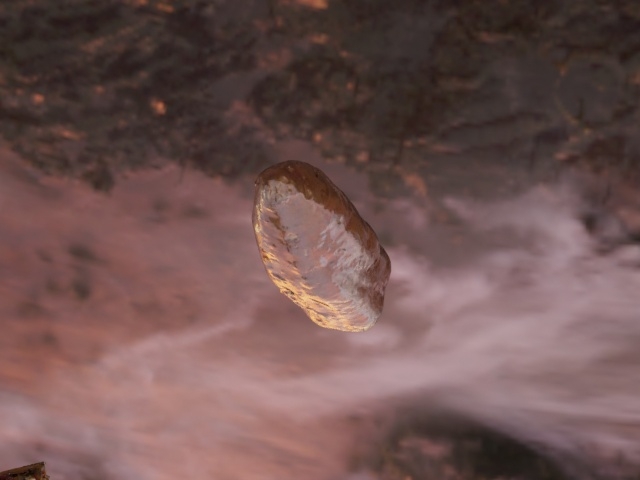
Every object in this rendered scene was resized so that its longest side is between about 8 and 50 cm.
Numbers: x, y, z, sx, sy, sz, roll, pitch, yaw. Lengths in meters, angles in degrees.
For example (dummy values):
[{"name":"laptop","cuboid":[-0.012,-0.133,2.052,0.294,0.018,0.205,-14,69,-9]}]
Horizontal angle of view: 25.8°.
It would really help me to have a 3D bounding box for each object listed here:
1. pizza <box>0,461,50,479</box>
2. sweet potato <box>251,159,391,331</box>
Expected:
[{"name":"pizza","cuboid":[-0.396,0.334,1.740,0.193,0.201,0.053,11,118,42]},{"name":"sweet potato","cuboid":[0.000,0.000,1.106,0.097,0.097,0.252,2,156,15]}]
